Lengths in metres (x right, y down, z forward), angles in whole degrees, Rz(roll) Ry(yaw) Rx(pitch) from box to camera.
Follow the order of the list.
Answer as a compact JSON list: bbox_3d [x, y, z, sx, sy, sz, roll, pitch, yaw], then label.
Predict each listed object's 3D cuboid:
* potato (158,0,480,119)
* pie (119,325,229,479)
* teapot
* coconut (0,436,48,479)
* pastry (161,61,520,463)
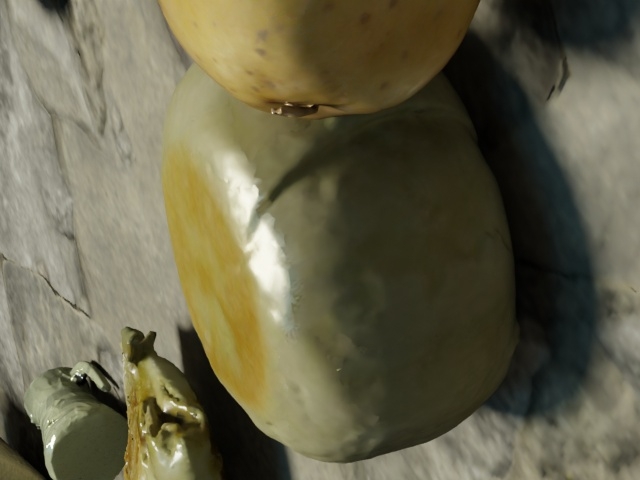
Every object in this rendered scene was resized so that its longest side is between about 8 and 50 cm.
[{"bbox_3d":[0.000,-0.122,0.407,0.109,0.118,0.178,-1,95,23],"label":"potato"},{"bbox_3d":[-0.072,0.181,0.805,0.128,0.068,0.282,-129,30,-57],"label":"pie"},{"bbox_3d":[-0.155,0.109,0.945,0.083,0.057,0.067,37,102,54],"label":"teapot"},{"bbox_3d":[-0.290,0.249,1.094,0.266,0.237,0.237,19,125,56],"label":"coconut"},{"bbox_3d":[0.000,0.000,0.516,0.156,0.092,0.156,166,90,-70],"label":"pastry"}]
